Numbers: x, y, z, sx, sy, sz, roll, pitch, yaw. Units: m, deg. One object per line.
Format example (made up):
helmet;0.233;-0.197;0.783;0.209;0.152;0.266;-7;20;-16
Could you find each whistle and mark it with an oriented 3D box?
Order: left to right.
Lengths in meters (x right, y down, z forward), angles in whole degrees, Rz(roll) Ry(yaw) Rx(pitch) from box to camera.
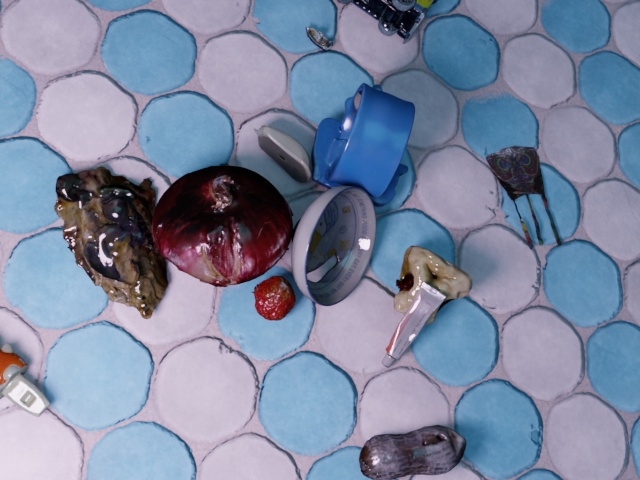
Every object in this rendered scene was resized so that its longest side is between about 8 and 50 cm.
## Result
whistle;-0.651;0.263;1.555;0.253;0.106;0.102;40;110;0

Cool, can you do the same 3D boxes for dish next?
dish;0.000;0.000;1.749;0.134;0.273;0.273;17;65;34

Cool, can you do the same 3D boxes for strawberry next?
strawberry;-0.100;0.128;1.729;0.106;0.106;0.106;4;73;-13

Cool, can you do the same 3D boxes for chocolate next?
chocolate;0.200;0.466;1.699;0.248;0.110;0.110;-2;75;-11

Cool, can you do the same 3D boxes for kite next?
kite;0.535;-0.113;1.996;0.152;0.015;0.285;-13;78;-17

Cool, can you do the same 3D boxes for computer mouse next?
computer mouse;-0.082;-0.215;1.841;0.181;0.089;0.056;41;59;3

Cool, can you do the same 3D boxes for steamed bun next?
steamed bun;0.244;0.115;1.805;0.172;0.141;0.155;33;83;0

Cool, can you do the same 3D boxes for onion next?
onion;-0.215;-0.048;1.669;0.314;0.232;0.314;-2;42;2

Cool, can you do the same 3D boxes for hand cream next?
hand cream;0.200;0.196;1.755;0.052;0.038;0.216;26;106;-18

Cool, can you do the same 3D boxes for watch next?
watch;0.124;-0.251;1.800;0.241;0.274;0.305;18;75;-8

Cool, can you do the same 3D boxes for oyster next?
oyster;-0.455;0.002;1.685;0.221;0.096;0.361;-10;74;-9

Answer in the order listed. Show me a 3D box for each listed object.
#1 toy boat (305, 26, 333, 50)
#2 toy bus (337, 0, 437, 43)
toy boat;-0.005;-0.516;1.973;0.083;0.038;0.038;36;69;-2
toy bus;0.157;-0.681;2.001;0.312;0.152;0.190;34;70;-3
